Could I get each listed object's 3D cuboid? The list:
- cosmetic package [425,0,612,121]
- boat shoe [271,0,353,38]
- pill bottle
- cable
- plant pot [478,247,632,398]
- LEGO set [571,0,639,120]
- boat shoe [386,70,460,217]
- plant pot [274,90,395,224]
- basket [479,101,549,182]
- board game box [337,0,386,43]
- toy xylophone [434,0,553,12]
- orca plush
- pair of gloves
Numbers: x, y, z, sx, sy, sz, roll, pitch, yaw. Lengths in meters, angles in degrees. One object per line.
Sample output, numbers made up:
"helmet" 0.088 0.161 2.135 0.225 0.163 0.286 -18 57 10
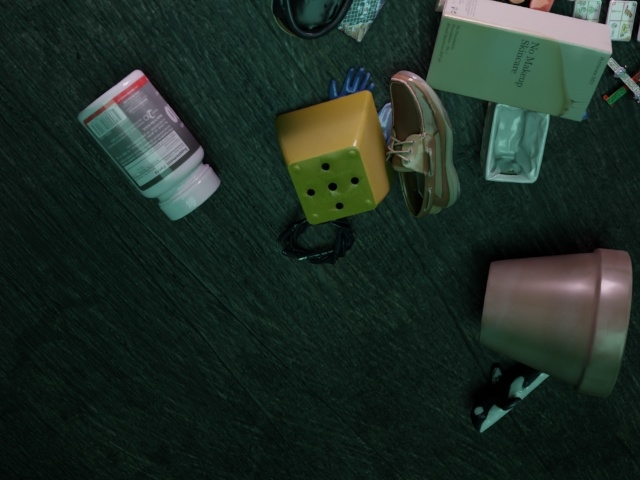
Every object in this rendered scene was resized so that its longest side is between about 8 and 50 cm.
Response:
"cosmetic package" 0.374 -0.352 1.329 0.310 0.113 0.160 14 135 7
"boat shoe" 0.032 -0.578 1.182 0.187 0.156 0.499 11 120 -14
"pill bottle" -0.345 -0.191 1.429 0.161 0.161 0.283 -33 110 14
"cable" 0.000 0.000 1.536 0.151 0.047 0.184 30 133 -25
"plant pot" 0.501 0.161 1.521 0.281 0.323 0.323 8 114 14
"LEGO set" 0.596 -0.366 1.421 0.183 0.060 0.244 5 113 11
"boat shoe" 0.198 -0.184 1.416 0.116 0.123 0.324 -34 121 -20
"plant pot" 0.029 -0.152 1.408 0.212 0.187 0.212 -14 119 12
"basket" 0.398 -0.215 1.444 0.114 0.103 0.167 3 113 -1
"board game box" 0.073 -0.532 1.340 0.165 0.042 0.243 30 111 -12
"toy xylophone" 0.349 -0.530 1.318 0.323 0.081 0.236 8 114 -3
"orca plush" 0.465 0.340 1.691 0.287 0.151 0.102 -46 75 21
"pair of gloves" 0.101 -0.272 1.466 0.198 0.023 0.159 22 111 -9
